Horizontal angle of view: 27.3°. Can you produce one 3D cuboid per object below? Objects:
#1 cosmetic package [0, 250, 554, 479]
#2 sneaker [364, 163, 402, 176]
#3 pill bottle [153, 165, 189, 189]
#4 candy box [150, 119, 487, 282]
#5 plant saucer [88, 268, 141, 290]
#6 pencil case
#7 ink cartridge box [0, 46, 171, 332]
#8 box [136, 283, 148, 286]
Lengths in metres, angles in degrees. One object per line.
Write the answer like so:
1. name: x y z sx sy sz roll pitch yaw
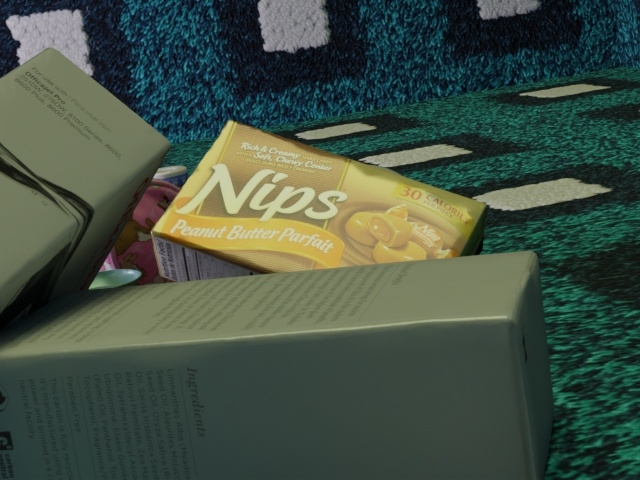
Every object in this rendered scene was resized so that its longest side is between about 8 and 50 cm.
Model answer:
1. cosmetic package: -0.042 0.125 1.108 0.453 0.162 0.230 -6 11 15
2. sneaker: -0.006 -0.002 1.836 0.366 0.135 0.150 -23 24 -24
3. pill bottle: -0.246 -0.049 2.169 0.078 0.137 0.078 -9 11 2
4. candy box: 0.000 0.000 1.422 0.316 0.088 0.183 19 54 17
5. plant saucer: -0.271 0.059 1.571 0.119 0.021 0.119 -7 11 1
6. pencil case: -0.319 0.001 1.826 0.167 0.160 0.386 0 -2 -38
7. ink cartridge box: -0.343 0.034 1.203 0.285 0.166 0.395 -52 -2 39
8. box: -0.236 0.122 1.482 0.257 0.079 0.322 -16 14 -42
